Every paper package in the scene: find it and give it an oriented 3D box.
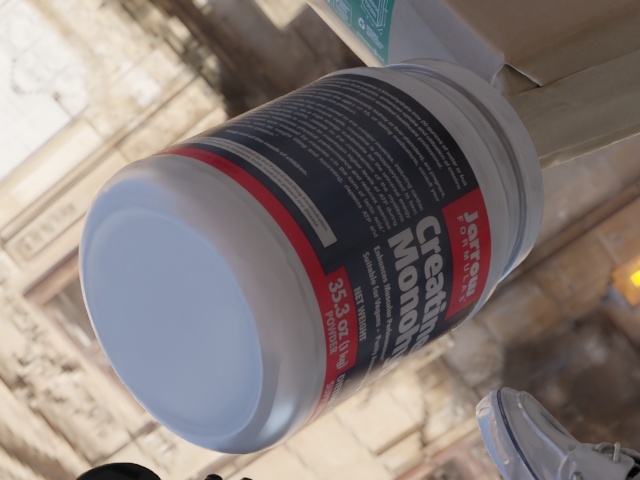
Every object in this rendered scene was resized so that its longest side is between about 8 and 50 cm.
[{"bbox_3d":[0.187,-0.237,1.425,0.309,0.168,0.325,-21,-128,-23],"label":"paper package"}]

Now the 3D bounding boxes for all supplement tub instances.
[{"bbox_3d":[0.000,0.000,1.007,0.272,0.191,0.191,-29,-97,-41],"label":"supplement tub"}]

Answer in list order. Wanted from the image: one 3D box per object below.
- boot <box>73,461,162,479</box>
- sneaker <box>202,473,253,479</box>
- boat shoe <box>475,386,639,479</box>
[{"bbox_3d":[-0.092,0.269,0.866,0.229,0.091,0.263,79,-168,-55],"label":"boot"},{"bbox_3d":[-0.006,0.274,0.987,0.276,0.135,0.097,47,-165,-3],"label":"sneaker"},{"bbox_3d":[0.221,0.199,1.191,0.096,0.088,0.267,21,-154,-46],"label":"boat shoe"}]
